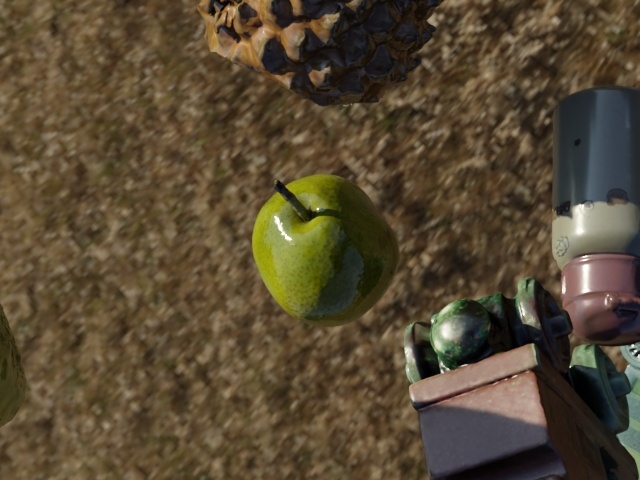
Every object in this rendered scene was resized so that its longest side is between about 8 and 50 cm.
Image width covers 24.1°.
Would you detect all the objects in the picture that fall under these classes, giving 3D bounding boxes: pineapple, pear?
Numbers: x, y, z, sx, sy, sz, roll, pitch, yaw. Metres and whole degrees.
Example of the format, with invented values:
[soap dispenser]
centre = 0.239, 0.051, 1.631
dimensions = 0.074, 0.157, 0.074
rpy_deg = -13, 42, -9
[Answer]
[pineapple]
centre = 0.028, -0.307, 1.308
dimensions = 0.223, 0.223, 0.357
rpy_deg = 25, 122, 10
[pear]
centre = 0.000, 0.000, 1.727
dimensions = 0.166, 0.180, 0.216
rpy_deg = -19, 146, 6

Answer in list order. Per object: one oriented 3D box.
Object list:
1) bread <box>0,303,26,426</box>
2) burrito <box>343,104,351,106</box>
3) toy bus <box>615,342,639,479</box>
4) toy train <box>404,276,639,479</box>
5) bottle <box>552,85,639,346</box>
[bread]
centre = -0.395, 0.070, 0.984
dimensions = 0.348, 0.348, 0.308
rpy_deg = 43, 84, -1
[burrito]
centre = 0.085, -0.320, 1.851
dimensions = 0.143, 0.299, 0.105
rpy_deg = 47, 168, -35
[toy bus]
centre = 0.422, 0.211, 1.738
dimensions = 0.190, 0.152, 0.312
rpy_deg = 30, 113, 24
[toy train]
centre = 0.181, 0.173, 1.265
dimensions = 0.150, 0.221, 0.304
rpy_deg = -22, 143, 20
[bottle]
centre = 0.269, -0.018, 1.385
dimensions = 0.110, 0.110, 0.233
rpy_deg = -6, 69, 25
